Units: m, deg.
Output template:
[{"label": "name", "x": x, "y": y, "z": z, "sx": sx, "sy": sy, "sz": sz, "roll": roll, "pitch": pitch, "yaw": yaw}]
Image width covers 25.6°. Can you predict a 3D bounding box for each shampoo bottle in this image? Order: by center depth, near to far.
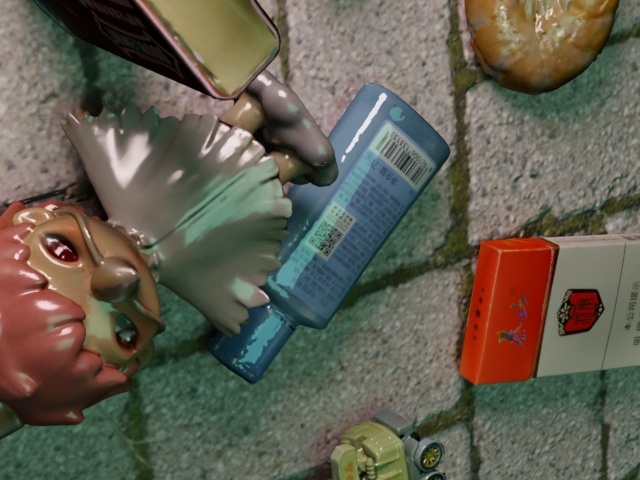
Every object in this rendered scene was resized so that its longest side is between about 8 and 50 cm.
[{"label": "shampoo bottle", "x": 0.000, "y": 0.000, "z": 1.158, "sx": 0.104, "sy": 0.061, "sz": 0.258, "roll": 40, "pitch": 83, "yaw": -37}]

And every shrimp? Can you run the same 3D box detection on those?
[{"label": "shrimp", "x": 0.194, "y": -0.263, "z": 1.196, "sx": 0.152, "sy": 0.063, "sz": 0.287, "roll": -3, "pitch": 110, "yaw": -20}]

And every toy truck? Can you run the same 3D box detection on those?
[{"label": "toy truck", "x": 0.053, "y": 0.240, "z": 1.272, "sx": 0.100, "sy": 0.077, "sz": 0.169, "roll": -19, "pitch": 118, "yaw": -30}]

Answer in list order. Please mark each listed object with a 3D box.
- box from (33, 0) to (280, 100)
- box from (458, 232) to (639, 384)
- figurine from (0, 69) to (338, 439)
[{"label": "box", "x": -0.125, "y": -0.167, "z": 0.915, "sx": 0.069, "sy": 0.224, "sz": 0.120, "roll": -47, "pitch": 127, "yaw": -11}, {"label": "box", "x": 0.247, "y": 0.062, "z": 1.359, "sx": 0.245, "sy": 0.035, "sz": 0.139, "roll": -2, "pitch": 108, "yaw": -33}, {"label": "figurine", "x": -0.160, "y": 0.028, "z": 1.002, "sx": 0.387, "sy": 0.166, "sz": 0.207, "roll": -40, "pitch": 107, "yaw": -18}]
